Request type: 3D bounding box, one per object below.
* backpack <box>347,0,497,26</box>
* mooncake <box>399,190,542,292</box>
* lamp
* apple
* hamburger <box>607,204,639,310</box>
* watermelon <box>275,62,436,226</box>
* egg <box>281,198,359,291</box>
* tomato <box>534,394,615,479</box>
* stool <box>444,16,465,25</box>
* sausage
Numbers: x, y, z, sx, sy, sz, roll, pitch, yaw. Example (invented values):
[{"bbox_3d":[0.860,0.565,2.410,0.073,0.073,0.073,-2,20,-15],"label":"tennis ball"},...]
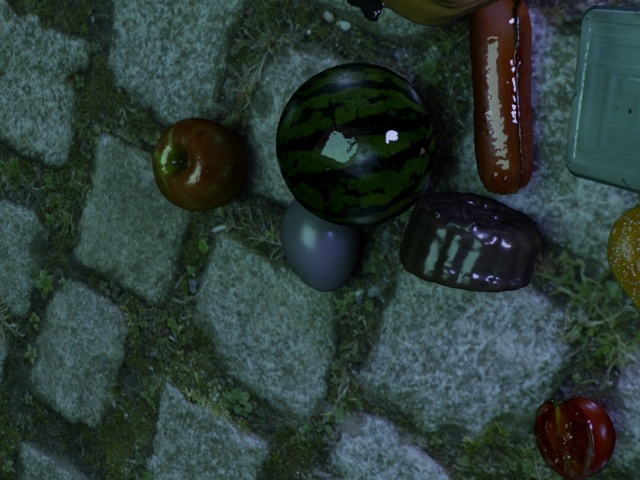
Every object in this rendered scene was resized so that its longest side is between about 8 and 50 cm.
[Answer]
[{"bbox_3d":[0.193,-0.484,1.372,0.353,0.378,0.201,46,161,27],"label":"backpack"},{"bbox_3d":[0.248,-0.002,1.495,0.228,0.228,0.124,19,109,31],"label":"mooncake"},{"bbox_3d":[0.476,-0.205,1.336,0.266,0.047,0.269,28,119,58],"label":"lamp"},{"bbox_3d":[-0.240,-0.152,1.841,0.195,0.196,0.196,7,103,34],"label":"apple"},{"bbox_3d":[0.532,0.035,1.364,0.173,0.116,0.210,-48,67,32],"label":"hamburger"},{"bbox_3d":[0.063,-0.161,1.561,0.285,0.285,0.285,7,103,34],"label":"watermelon"},{"bbox_3d":[0.000,0.000,1.715,0.146,0.146,0.199,1,108,35],"label":"egg"},{"bbox_3d":[0.434,0.321,1.506,0.159,0.091,0.139,-27,72,63],"label":"tomato"},{"bbox_3d":[0.216,-0.410,1.501,0.096,0.110,0.096,33,143,29],"label":"stool"},{"bbox_3d":[0.298,-0.241,1.491,0.102,0.102,0.331,3,102,35],"label":"sausage"}]
